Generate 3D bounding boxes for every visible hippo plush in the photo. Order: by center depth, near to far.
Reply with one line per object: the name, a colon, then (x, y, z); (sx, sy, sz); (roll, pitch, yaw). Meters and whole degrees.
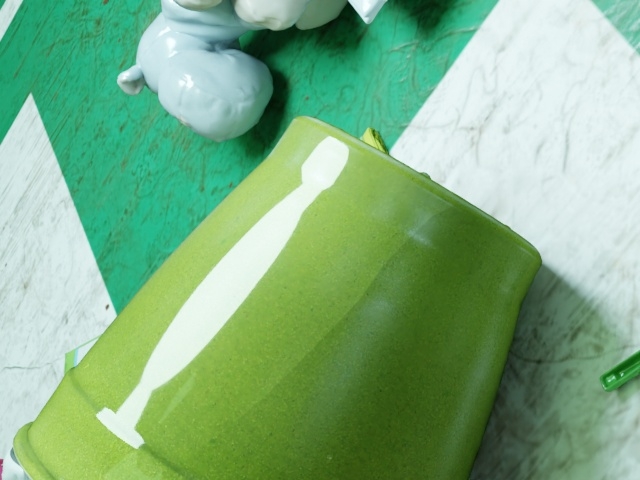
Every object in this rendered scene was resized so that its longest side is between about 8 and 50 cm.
hippo plush: (-0.139, -0.239, 1.549); (0.294, 0.234, 0.236); (48, 123, 35)

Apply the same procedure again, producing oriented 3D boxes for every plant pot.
plant pot: (-0.005, 0.100, 1.208); (0.366, 0.366, 0.353); (32, 92, 52)

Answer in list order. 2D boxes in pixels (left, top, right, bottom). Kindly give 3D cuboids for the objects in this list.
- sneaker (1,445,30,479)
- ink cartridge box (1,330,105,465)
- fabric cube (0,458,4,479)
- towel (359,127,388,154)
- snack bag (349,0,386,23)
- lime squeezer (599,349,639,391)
sneaker: (-0.170, 0.283, 1.406); (0.110, 0.292, 0.118); (-74, 1, -77)
ink cartridge box: (-0.187, 0.176, 1.507); (0.255, 0.189, 0.097); (-27, 56, 44)
fabric cube: (-0.307, 0.408, 1.528); (0.258, 0.259, 0.254); (-60, 39, 15)
towel: (0.000, 0.000, 1.473); (0.237, 0.021, 0.102); (-50, 38, 31)
snack bag: (0.093, -0.417, 1.449); (0.342, 0.037, 0.323); (-48, 43, 13)
lime squeezer: (0.293, 0.019, 1.035); (0.059, 0.110, 0.310); (55, 153, 27)
